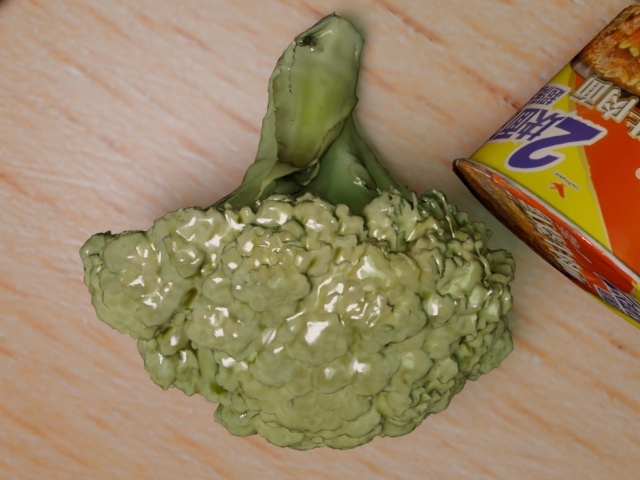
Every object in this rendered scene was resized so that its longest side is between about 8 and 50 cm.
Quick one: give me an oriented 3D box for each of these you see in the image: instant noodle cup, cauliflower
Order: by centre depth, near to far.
[{"bbox_3d":[0.226,-0.054,0.847,0.213,0.213,0.174,39,89,-4],"label":"instant noodle cup"},{"bbox_3d":[-0.009,0.021,0.864,0.327,0.281,0.260,25,123,-27],"label":"cauliflower"}]
